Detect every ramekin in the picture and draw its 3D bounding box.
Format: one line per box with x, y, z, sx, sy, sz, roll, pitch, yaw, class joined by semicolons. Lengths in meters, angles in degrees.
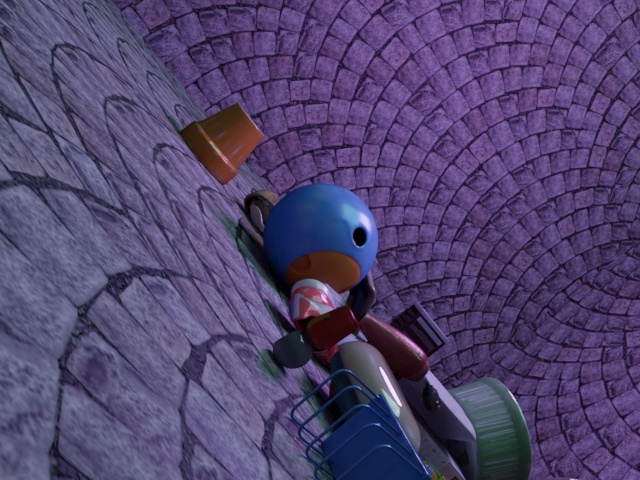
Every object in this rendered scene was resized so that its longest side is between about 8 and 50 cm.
0.410;0.524;1.963;0.303;0.148;0.303;173;-90;-72;ramekin

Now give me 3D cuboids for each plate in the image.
0.252;0.385;1.868;0.277;0.045;0.278;50;-21;-2;plate

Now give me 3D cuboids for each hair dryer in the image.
0.145;0.285;1.693;0.080;0.224;0.293;-54;136;-44;hair dryer

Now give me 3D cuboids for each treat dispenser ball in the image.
0.000;0.000;1.859;0.288;0.288;0.288;51;3;-4;treat dispenser ball

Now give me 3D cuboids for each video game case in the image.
0.027;0.193;1.767;0.157;0.019;0.143;46;45;-61;video game case

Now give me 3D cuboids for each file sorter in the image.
0.045;0.274;0.995;0.104;0.118;0.170;47;5;-31;file sorter

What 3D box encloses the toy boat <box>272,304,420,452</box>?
0.045;0.248;1.292;0.318;0.148;0.267;58;4;-32;toy boat

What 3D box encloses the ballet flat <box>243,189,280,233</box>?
-0.116;-0.017;2.158;0.348;0.123;0.123;53;3;27;ballet flat

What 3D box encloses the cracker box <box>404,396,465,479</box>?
0.250;0.497;1.833;0.232;0.067;0.156;50;3;-4;cracker box

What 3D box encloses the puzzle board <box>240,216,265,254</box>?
-0.173;-0.005;1.973;0.128;0.011;0.096;50;5;-12;puzzle board

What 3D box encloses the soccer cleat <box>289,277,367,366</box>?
0.025;0.227;1.578;0.318;0.109;0.116;59;28;-29;soccer cleat

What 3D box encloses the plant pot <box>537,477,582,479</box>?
0.535;0.727;1.582;0.323;0.323;0.280;51;20;-9;plant pot

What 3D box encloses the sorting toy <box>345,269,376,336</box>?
0.087;0.152;1.997;0.041;0.229;0.307;14;23;-9;sorting toy

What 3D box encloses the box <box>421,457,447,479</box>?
0.260;0.533;1.573;0.105;0.043;0.179;51;-4;-2;box

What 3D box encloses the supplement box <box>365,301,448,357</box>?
0.223;0.300;2.076;0.130;0.239;0.073;51;2;-18;supplement box

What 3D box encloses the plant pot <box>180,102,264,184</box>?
-0.279;-0.303;2.204;0.205;0.188;0.205;51;3;-4;plant pot
